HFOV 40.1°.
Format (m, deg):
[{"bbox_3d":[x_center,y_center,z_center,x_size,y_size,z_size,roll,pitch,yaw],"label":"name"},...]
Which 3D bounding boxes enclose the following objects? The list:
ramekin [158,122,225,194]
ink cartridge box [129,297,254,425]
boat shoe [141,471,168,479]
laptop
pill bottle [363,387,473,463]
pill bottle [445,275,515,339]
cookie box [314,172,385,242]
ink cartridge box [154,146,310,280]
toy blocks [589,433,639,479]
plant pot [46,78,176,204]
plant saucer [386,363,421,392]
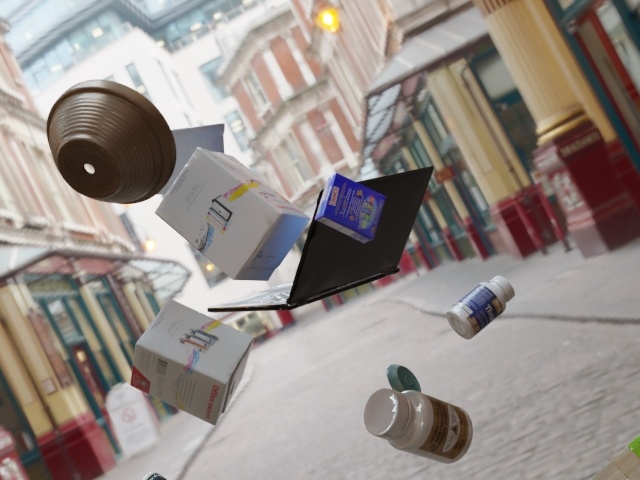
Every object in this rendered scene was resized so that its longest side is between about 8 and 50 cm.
[{"bbox_3d":[-0.343,-0.181,1.966,0.277,0.135,0.277,-7,9,1],"label":"ramekin"},{"bbox_3d":[-0.228,0.216,1.563,0.127,0.176,0.128,-59,-9,-48],"label":"ink cartridge box"},{"bbox_3d":[-0.259,0.518,1.561,0.079,0.255,0.095,13,35,36],"label":"boat shoe"},{"bbox_3d":[0.000,0.000,1.933,0.407,0.236,0.382,-6,5,43],"label":"laptop"},{"bbox_3d":[0.209,0.394,1.887,0.229,0.131,0.131,25,-39,-35],"label":"pill bottle"},{"bbox_3d":[0.288,0.117,1.567,0.120,0.067,0.067,-37,-1,-17],"label":"pill bottle"},{"bbox_3d":[0.054,-0.059,1.588,0.040,0.107,0.092,-29,39,62],"label":"cookie box"},{"bbox_3d":[-0.175,-0.050,1.787,0.168,0.232,0.171,-54,-17,10],"label":"ink cartridge box"},{"bbox_3d":[0.665,0.648,1.909,0.381,0.261,0.190,-45,-39,7],"label":"toy blocks"},{"bbox_3d":[-0.381,-0.150,1.525,0.237,0.237,0.110,-29,21,31],"label":"plant pot"},{"bbox_3d":[0.210,0.349,2.150,0.021,0.119,0.119,-41,-10,26],"label":"plant saucer"}]
